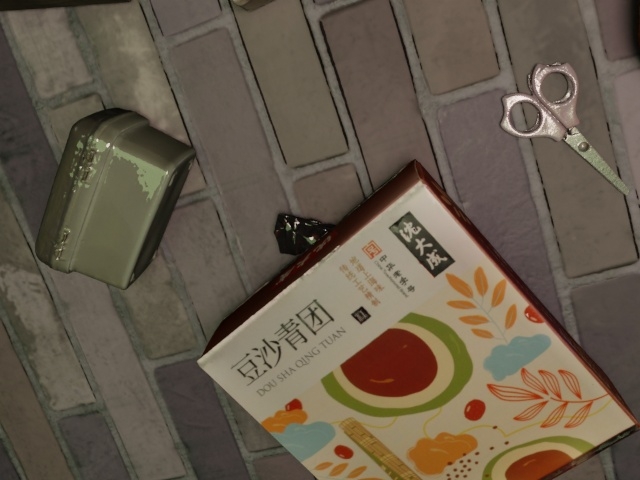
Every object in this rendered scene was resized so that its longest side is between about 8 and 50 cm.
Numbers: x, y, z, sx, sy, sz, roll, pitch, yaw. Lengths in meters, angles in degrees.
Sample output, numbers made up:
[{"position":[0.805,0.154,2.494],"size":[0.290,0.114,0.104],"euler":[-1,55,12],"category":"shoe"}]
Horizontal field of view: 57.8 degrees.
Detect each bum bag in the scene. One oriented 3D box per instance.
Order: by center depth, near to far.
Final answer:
[{"position":[0.000,0.000,0.759],"size":[0.125,0.034,0.057],"euler":[13,108,4],"category":"bum bag"}]

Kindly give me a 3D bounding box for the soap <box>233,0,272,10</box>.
[{"position":[-0.075,-0.376,0.660],"size":[0.122,0.064,0.183],"euler":[-20,100,16],"category":"soap"}]

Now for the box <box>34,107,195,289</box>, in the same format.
[{"position":[-0.259,-0.052,0.738],"size":[0.129,0.148,0.210],"euler":[26,110,-5],"category":"box"}]

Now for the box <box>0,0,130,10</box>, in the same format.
[{"position":[-0.363,-0.359,0.673],"size":[0.232,0.155,0.148],"euler":[1,102,12],"category":"box"}]

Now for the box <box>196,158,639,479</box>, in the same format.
[{"position":[0.111,0.160,0.716],"size":[0.345,0.122,0.385],"euler":[-40,100,18],"category":"box"}]

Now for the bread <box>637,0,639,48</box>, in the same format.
[{"position":[0.457,-0.231,0.558],"size":[0.270,0.142,0.195],"euler":[3,107,12],"category":"bread"}]

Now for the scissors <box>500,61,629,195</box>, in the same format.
[{"position":[0.300,-0.121,0.685],"size":[0.189,0.015,0.100],"euler":[44,109,-5],"category":"scissors"}]
